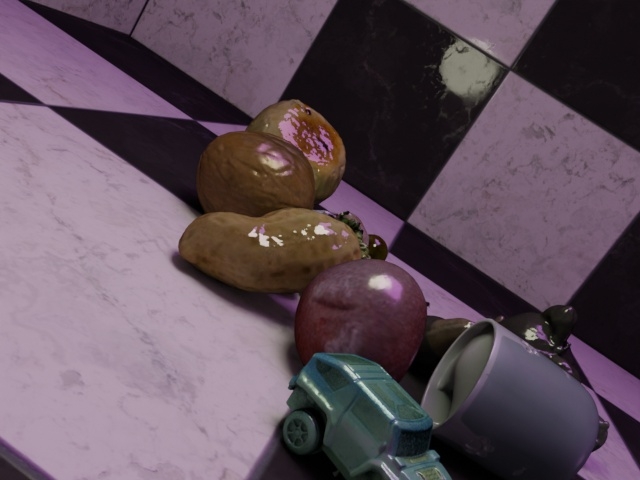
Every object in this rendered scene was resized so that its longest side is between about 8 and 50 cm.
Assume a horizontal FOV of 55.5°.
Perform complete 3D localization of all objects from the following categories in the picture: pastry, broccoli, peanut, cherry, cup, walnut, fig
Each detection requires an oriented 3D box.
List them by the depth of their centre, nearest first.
[{"bbox_3d":[0.068,0.168,1.144,0.221,0.261,0.308,41,43,-36],"label":"cherry"},{"bbox_3d":[0.373,0.352,1.271,0.274,0.259,0.357,34,-17,-1],"label":"cup"},{"bbox_3d":[-0.101,0.014,1.281,0.387,0.170,0.192,3,52,-12],"label":"peanut"},{"bbox_3d":[-0.005,0.004,1.541,0.304,0.145,0.165,22,49,-44],"label":"broccoli"},{"bbox_3d":[-0.172,-0.145,1.601,0.332,0.333,0.333,31,14,-9],"label":"walnut"},{"bbox_3d":[0.196,0.063,2.091,0.124,0.124,0.236,45,4,40],"label":"fig"},{"bbox_3d":[-0.107,-0.282,2.108,0.388,0.312,0.389,21,51,-28],"label":"pastry"}]

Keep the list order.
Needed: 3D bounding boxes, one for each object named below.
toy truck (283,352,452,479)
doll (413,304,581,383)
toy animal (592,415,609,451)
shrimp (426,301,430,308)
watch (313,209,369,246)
[{"bbox_3d":[0.070,0.294,0.895,0.155,0.156,0.279,16,21,-50],"label":"toy truck"},{"bbox_3d":[0.413,0.286,1.450,0.378,0.382,0.252,4,69,-31],"label":"doll"},{"bbox_3d":[0.690,0.506,1.658,0.236,0.138,0.108,33,33,-81],"label":"toy animal"},{"bbox_3d":[0.254,0.171,1.953,0.217,0.051,0.150,20,12,-32],"label":"shrimp"},{"bbox_3d":[0.000,0.000,1.794,0.241,0.162,0.253,15,26,-21],"label":"watch"}]
